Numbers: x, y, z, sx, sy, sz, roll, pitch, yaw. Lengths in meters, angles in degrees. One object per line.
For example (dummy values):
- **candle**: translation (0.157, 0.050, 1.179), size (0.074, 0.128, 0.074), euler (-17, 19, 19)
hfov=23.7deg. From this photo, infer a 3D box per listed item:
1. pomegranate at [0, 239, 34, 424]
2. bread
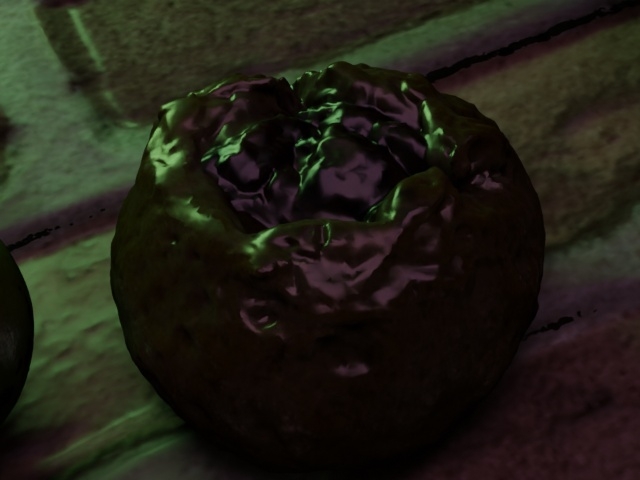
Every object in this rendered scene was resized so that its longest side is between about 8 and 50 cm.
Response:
- **pomegranate**: translation (-0.223, 0.067, 0.705), size (0.156, 0.156, 0.220), euler (21, 63, 21)
- **bread**: translation (0.000, 0.000, 0.763), size (0.230, 0.123, 0.230), euler (-4, 50, 4)
